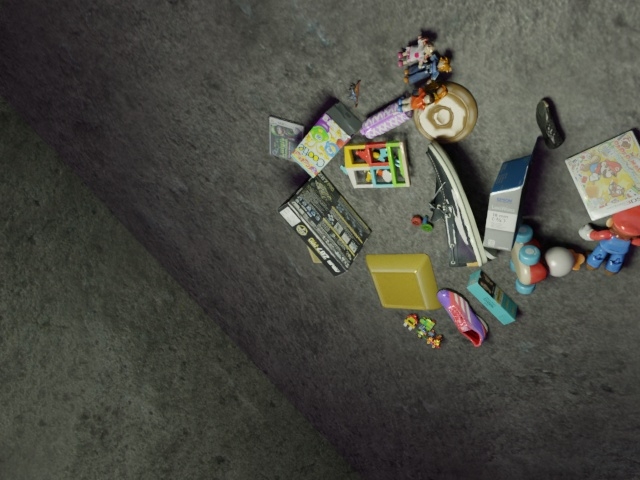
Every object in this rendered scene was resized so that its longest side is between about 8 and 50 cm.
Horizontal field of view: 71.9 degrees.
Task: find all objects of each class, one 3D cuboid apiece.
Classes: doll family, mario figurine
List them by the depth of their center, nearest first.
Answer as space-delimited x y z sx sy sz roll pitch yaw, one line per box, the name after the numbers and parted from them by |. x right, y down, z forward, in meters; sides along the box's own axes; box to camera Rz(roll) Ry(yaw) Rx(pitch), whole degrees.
0.366 -0.558 1.519 0.163 0.118 0.263 1 94 46 | doll family
1.053 -0.030 1.541 0.198 0.170 0.321 -9 139 -5 | mario figurine

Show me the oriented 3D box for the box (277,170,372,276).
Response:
0.031 -0.085 1.967 0.395 0.318 0.097 48 136 -12 | box

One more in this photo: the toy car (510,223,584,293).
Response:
0.864 0.065 1.679 0.237 0.210 0.219 -6 135 13 | toy car

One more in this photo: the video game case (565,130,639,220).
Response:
0.945 -0.205 1.431 0.206 0.026 0.227 -27 78 43 | video game case

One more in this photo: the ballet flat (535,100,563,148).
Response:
0.761 -0.387 1.469 0.173 0.049 0.057 62 174 -21 | ballet flat

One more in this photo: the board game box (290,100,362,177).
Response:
0.023 -0.414 1.829 0.144 0.142 0.275 43 135 -5 | board game box

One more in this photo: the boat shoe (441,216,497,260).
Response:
0.592 -0.012 1.819 0.302 0.114 0.091 44 131 -4 | boat shoe

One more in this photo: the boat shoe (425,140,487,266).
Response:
0.480 -0.126 1.662 0.155 0.187 0.501 -18 95 20 | boat shoe

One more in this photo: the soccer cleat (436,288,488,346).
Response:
0.663 0.359 2.073 0.318 0.116 0.108 46 135 -8 | soccer cleat

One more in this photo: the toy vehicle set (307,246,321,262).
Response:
0.000 0.000 2.256 0.165 0.035 0.267 1 125 32 | toy vehicle set

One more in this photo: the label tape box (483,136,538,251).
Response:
0.667 -0.168 1.557 0.105 0.241 0.334 13 130 26 | label tape box

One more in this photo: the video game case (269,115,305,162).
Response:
-0.153 -0.453 1.995 0.173 0.022 0.190 20 133 17 | video game case

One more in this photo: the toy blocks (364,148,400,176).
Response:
0.265 -0.307 1.828 0.148 0.054 0.123 25 134 12 | toy blocks

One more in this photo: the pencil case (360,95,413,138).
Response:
0.254 -0.462 1.685 0.206 0.088 0.086 -22 109 43 | pencil case

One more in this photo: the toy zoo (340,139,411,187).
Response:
0.213 -0.306 1.799 0.293 0.030 0.192 3 125 29 | toy zoo

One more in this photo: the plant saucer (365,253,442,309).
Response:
0.395 0.221 2.158 0.332 0.081 0.333 -2 123 33 | plant saucer

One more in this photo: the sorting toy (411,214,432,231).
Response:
0.446 -0.082 1.914 0.101 0.042 0.061 26 151 -5 | sorting toy

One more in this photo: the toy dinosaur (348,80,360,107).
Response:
0.136 -0.560 1.716 0.090 0.047 0.082 -20 132 30 | toy dinosaur

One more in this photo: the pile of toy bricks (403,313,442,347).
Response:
0.542 0.442 2.244 0.212 0.118 0.105 37 109 24 | pile of toy bricks

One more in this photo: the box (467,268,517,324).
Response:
0.755 0.248 1.938 0.244 0.100 0.060 44 134 -6 | box

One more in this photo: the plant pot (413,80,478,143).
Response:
0.448 -0.456 1.608 0.236 0.032 0.236 18 133 20 | plant pot
